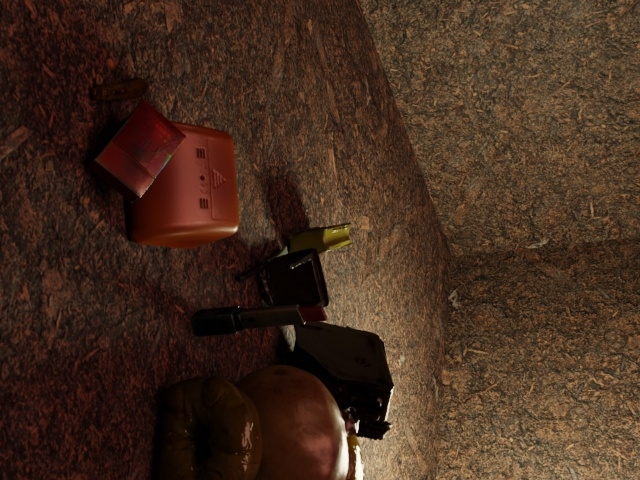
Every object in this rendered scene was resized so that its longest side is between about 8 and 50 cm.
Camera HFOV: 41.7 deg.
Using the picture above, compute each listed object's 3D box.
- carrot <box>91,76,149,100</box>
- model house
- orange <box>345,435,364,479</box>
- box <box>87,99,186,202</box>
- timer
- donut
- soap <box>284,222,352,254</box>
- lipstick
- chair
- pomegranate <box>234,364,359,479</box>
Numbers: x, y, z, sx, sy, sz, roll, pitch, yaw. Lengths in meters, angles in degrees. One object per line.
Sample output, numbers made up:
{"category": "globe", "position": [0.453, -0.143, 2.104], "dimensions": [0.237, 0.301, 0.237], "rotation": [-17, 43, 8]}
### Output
{"category": "carrot", "position": [-0.395, -0.299, 1.667], "dimensions": [0.170, 0.042, 0.042], "rotation": [-33, 115, -65]}
{"category": "model house", "position": [0.045, 0.413, 2.256], "dimensions": [0.297, 0.317, 0.283], "rotation": [-67, 164, -61]}
{"category": "orange", "position": [-0.004, 0.571, 2.127], "dimensions": [0.264, 0.264, 0.264], "rotation": [-7, 90, -69]}
{"category": "box", "position": [-0.349, -0.172, 1.610], "dimensions": [0.112, 0.048, 0.175], "rotation": [41, 56, -19]}
{"category": "timer", "position": [-0.305, -0.119, 1.761], "dimensions": [0.250, 0.161, 0.258], "rotation": [3, 81, -54]}
{"category": "donut", "position": [-0.217, 0.405, 1.678], "dimensions": [0.128, 0.208, 0.262], "rotation": [35, 56, -64]}
{"category": "soap", "position": [0.000, -0.002, 2.462], "dimensions": [0.233, 0.135, 0.076], "rotation": [-20, 102, -69]}
{"category": "lipstick", "position": [-0.129, 0.167, 1.826], "dimensions": [0.051, 0.312, 0.051], "rotation": [-45, 125, -65]}
{"category": "chair", "position": [-0.070, 0.106, 2.191], "dimensions": [0.319, 0.186, 0.160], "rotation": [-29, 105, -65]}
{"category": "pomegranate", "position": [-0.066, 0.442, 1.868], "dimensions": [0.338, 0.338, 0.338], "rotation": [-7, 90, -69]}
